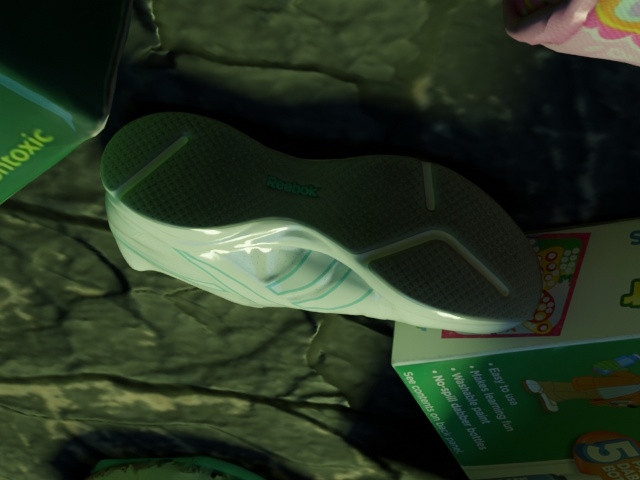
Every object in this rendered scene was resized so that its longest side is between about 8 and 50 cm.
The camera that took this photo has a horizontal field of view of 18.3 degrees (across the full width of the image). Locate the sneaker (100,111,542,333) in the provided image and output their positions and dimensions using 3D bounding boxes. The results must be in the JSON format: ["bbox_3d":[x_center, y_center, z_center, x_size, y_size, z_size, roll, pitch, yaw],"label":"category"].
[{"bbox_3d":[0.000,0.000,0.673,0.152,0.054,0.061,16,151,0],"label":"sneaker"}]

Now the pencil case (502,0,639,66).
[{"bbox_3d":[0.185,-0.073,0.474,0.284,0.124,0.124,14,145,-9],"label":"pencil case"}]

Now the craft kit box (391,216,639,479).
[{"bbox_3d":[0.183,0.074,0.743,0.246,0.061,0.250,-11,142,20],"label":"craft kit box"}]

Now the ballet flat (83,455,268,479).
[{"bbox_3d":[0.016,0.248,0.954,0.147,0.147,0.409,-13,140,27],"label":"ballet flat"}]

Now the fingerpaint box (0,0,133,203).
[{"bbox_3d":[-0.316,-0.074,0.515,0.371,0.163,0.445,30,139,-30],"label":"fingerpaint box"}]
